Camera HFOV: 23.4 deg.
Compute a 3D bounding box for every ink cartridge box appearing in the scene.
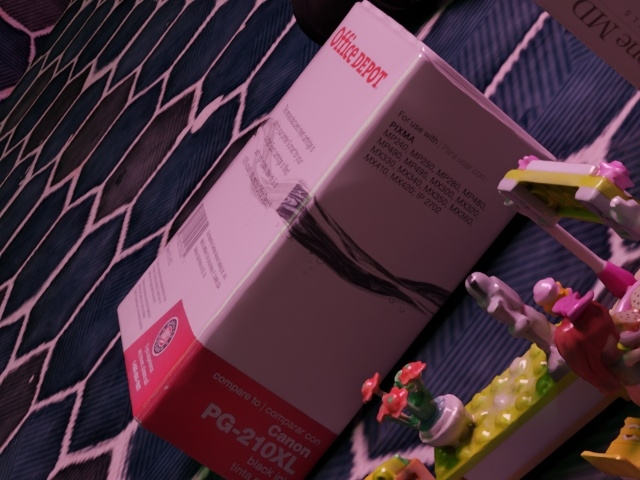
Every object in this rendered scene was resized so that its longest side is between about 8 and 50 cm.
[{"bbox_3d":[0.000,0.000,0.846,0.237,0.100,0.172,-52,19,7],"label":"ink cartridge box"}]

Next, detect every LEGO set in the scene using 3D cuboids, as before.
[{"bbox_3d":[0.076,0.046,0.575,0.287,0.107,0.132,-24,34,55],"label":"LEGO set"}]

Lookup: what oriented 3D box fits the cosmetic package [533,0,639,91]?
[{"bbox_3d":[0.200,-0.155,0.626,0.231,0.117,0.085,-40,23,37],"label":"cosmetic package"}]

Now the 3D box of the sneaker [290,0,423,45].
[{"bbox_3d":[0.078,-0.222,1.064,0.283,0.107,0.124,-42,27,29],"label":"sneaker"}]
